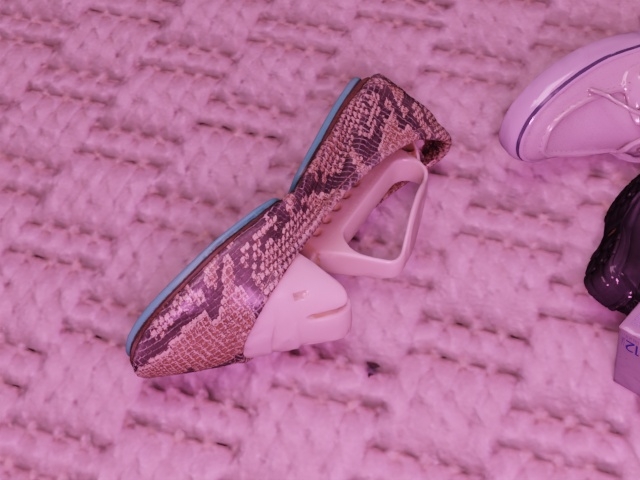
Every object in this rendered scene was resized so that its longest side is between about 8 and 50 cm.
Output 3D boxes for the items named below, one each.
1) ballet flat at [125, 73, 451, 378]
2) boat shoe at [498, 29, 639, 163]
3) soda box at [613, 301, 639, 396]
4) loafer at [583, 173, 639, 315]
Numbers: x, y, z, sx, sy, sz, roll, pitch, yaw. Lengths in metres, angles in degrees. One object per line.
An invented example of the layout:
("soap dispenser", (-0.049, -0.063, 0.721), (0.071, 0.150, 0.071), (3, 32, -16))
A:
("ballet flat", (0.000, 0.000, 1.386), (0.182, 0.164, 0.483), (32, 55, 12))
("boat shoe", (0.391, -0.151, 1.488), (0.367, 0.136, 0.156), (-21, 51, -24))
("soda box", (0.426, 0.151, 1.220), (0.286, 0.098, 0.091), (31, 60, 30))
("loafer", (0.351, 0.000, 1.392), (0.078, 0.076, 0.223), (39, 48, -8))
